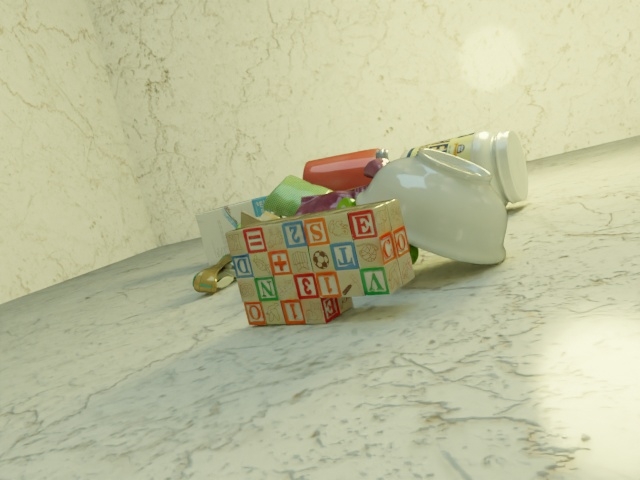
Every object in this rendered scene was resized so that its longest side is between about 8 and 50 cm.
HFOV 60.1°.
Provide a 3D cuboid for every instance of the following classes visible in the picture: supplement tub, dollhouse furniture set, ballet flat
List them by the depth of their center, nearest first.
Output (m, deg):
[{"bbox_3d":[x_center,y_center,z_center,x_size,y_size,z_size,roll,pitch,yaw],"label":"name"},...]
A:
[{"bbox_3d":[-0.258,0.094,1.490,0.073,0.080,0.232,12,19,15],"label":"ballet flat"},{"bbox_3d":[-0.075,-0.105,1.546,0.197,0.151,0.301,26,53,14],"label":"dollhouse furniture set"},{"bbox_3d":[0.410,-0.184,1.607,0.325,0.235,0.235,-10,8,33],"label":"supplement tub"}]

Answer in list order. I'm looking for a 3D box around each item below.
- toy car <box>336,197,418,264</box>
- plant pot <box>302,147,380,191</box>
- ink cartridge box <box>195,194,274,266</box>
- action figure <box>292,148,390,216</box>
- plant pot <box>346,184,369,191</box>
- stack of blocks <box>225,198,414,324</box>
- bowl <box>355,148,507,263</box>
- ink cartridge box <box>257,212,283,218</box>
[{"bbox_3d":[0.075,0.019,1.135,0.155,0.149,0.188,10,-36,-34],"label":"toy car"},{"bbox_3d":[0.076,-0.168,1.822,0.243,0.275,0.275,1,10,11],"label":"plant pot"},{"bbox_3d":[-0.290,-0.041,2.037,0.270,0.197,0.198,-14,6,1],"label":"ink cartridge box"},{"bbox_3d":[0.099,-0.085,1.266,0.370,0.248,0.276,-25,-8,17],"label":"action figure"},{"bbox_3d":[0.131,-0.067,1.534,0.167,0.165,0.167,-15,7,2],"label":"plant pot"},{"bbox_3d":[-0.003,0.042,0.906,0.297,0.171,0.087,-8,9,36],"label":"stack of blocks"},{"bbox_3d":[0.224,-0.083,1.025,0.298,0.134,0.298,16,22,-6],"label":"bowl"},{"bbox_3d":[-0.110,-0.005,1.592,0.235,0.056,0.171,-14,50,14],"label":"ink cartridge box"}]
